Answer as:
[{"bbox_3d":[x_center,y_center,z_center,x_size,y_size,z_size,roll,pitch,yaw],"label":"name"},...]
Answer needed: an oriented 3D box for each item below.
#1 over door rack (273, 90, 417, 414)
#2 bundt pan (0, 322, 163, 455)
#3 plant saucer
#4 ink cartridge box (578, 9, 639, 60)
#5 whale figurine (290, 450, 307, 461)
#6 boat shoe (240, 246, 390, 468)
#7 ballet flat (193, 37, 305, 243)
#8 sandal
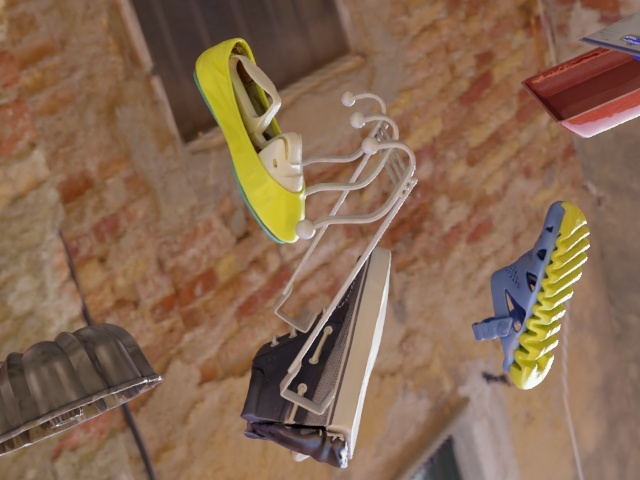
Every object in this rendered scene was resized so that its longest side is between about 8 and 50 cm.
[{"bbox_3d":[0.000,0.000,1.219,0.108,0.324,0.239,16,-161,-10],"label":"over door rack"},{"bbox_3d":[-0.421,0.229,1.662,0.331,0.124,0.331,-24,173,-3],"label":"bundt pan"},{"bbox_3d":[0.424,-0.224,1.451,0.259,0.048,0.258,-23,-161,7],"label":"plant saucer"},{"bbox_3d":[0.474,-0.257,1.187,0.332,0.065,0.165,-26,-154,-10],"label":"ink cartridge box"},{"bbox_3d":[-0.034,0.323,2.213,0.216,0.272,0.141,-15,-154,-18],"label":"whale figurine"},{"bbox_3d":[-0.003,0.138,1.461,0.158,0.127,0.340,10,-129,9],"label":"boat shoe"},{"bbox_3d":[-0.063,-0.111,1.116,0.077,0.231,0.077,-33,166,32],"label":"ballet flat"},{"bbox_3d":[0.335,0.080,1.724,0.138,0.317,0.126,27,-161,31],"label":"sandal"}]
